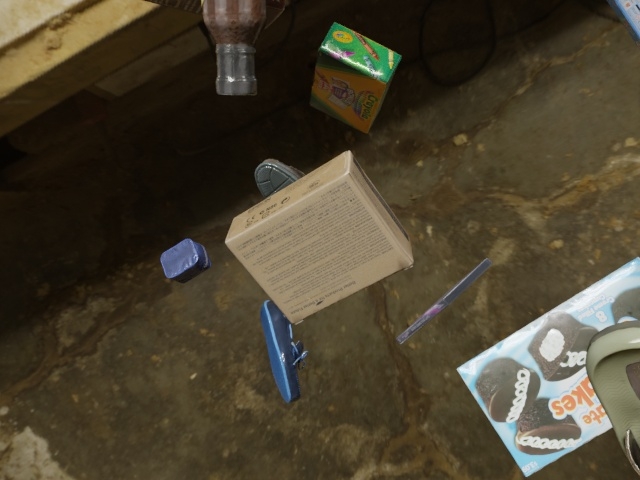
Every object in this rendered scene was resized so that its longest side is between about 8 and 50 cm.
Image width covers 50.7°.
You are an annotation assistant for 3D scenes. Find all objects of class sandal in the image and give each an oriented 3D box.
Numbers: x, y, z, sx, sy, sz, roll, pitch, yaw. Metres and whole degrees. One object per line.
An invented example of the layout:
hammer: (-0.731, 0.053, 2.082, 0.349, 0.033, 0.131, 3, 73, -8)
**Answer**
sandal: (0.331, 0.200, 0.601, 0.120, 0.086, 0.303, -32, 109, 30)

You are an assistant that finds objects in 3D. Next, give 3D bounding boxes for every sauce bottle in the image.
sauce bottle: (-0.141, -0.411, 1.092, 0.111, 0.111, 0.344, 2, 104, 5)

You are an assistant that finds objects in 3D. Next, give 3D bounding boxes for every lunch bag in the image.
lunch bag: (-0.290, 0.049, 1.452, 0.098, 0.065, 0.067, -29, 64, 13)

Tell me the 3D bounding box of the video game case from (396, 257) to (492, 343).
video game case: (0.317, 0.162, 1.757, 0.196, 0.274, 0.026, -36, 80, -33)

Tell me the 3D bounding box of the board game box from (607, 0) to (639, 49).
board game box: (0.633, -0.448, 1.193, 0.211, 0.039, 0.160, -37, 100, 12)

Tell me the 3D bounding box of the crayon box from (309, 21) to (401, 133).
crayon box: (0.073, -0.366, 1.562, 0.165, 0.278, 0.081, 27, 75, 2)

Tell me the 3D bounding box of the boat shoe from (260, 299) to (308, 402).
boat shoe: (-0.076, 0.264, 1.659, 0.089, 0.109, 0.258, -6, 73, -23)

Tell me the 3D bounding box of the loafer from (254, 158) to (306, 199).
loafer: (-0.030, -0.082, 1.458, 0.267, 0.084, 0.096, 43, 124, -15)

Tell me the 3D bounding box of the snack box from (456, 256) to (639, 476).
snack box: (0.395, 0.191, 1.024, 0.322, 0.060, 0.187, -34, 72, 8)

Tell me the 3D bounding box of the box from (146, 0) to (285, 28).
box: (-0.252, -0.533, 1.233, 0.381, 0.143, 0.191, 9, 85, -23)

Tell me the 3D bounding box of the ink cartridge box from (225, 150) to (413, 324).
ink cartridge box: (0.000, 0.000, 1.079, 0.234, 0.088, 0.193, -28, 116, 19)
